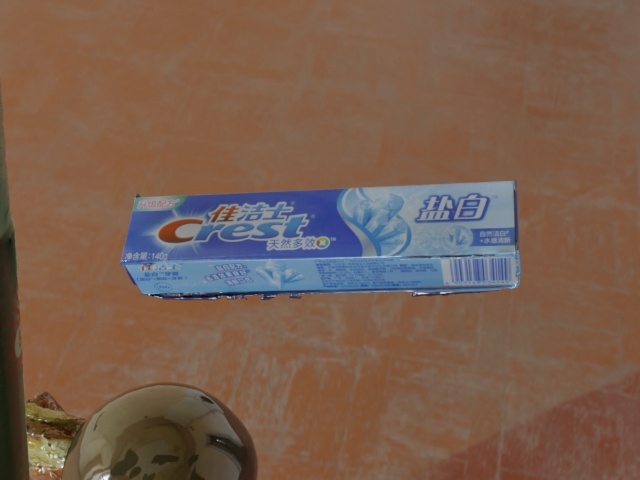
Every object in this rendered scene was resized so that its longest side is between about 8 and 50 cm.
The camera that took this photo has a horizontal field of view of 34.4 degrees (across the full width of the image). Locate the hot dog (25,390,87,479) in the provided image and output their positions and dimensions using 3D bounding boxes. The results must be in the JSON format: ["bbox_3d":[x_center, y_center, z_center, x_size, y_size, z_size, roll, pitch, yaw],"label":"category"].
[{"bbox_3d":[-0.264,0.259,1.184,0.123,0.261,0.093,-12,29,33],"label":"hot dog"}]

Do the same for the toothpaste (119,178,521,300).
[{"bbox_3d":[0.000,0.000,0.719,0.272,0.053,0.066,-2,57,11],"label":"toothpaste"}]

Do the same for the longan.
[{"bbox_3d":[-0.155,0.234,1.003,0.197,0.220,0.196,5,64,-11],"label":"longan"}]

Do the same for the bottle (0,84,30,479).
[{"bbox_3d":[-0.139,0.058,0.341,0.082,0.286,0.082,3,22,-1],"label":"bottle"}]
